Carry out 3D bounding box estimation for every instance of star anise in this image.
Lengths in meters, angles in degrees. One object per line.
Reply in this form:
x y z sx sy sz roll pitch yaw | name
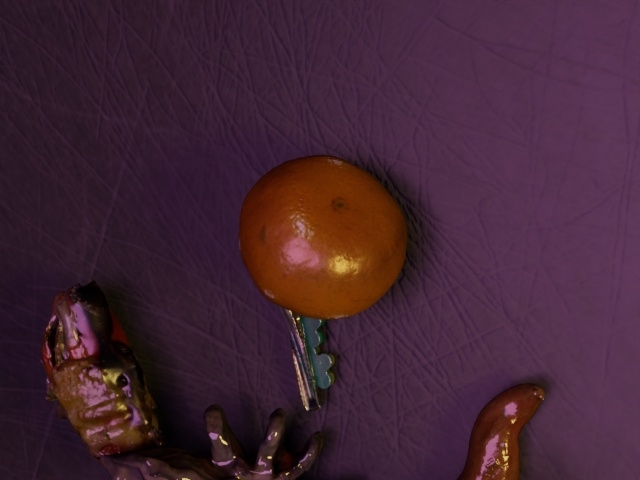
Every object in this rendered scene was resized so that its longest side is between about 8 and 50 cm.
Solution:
-0.061 0.267 1.193 0.198 0.110 0.257 -30 95 8 | star anise

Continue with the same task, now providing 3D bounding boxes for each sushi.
-0.219 0.155 1.260 0.097 0.103 0.226 -22 83 -10 | sushi

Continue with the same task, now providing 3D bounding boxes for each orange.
0.000 0.000 1.142 0.156 0.156 0.124 44 145 13 | orange

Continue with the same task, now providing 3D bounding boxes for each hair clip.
-0.019 0.077 1.207 0.049 0.049 0.172 -15 93 20 | hair clip

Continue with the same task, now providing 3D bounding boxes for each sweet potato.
0.149 0.216 1.148 0.058 0.055 0.202 23 99 -18 | sweet potato
